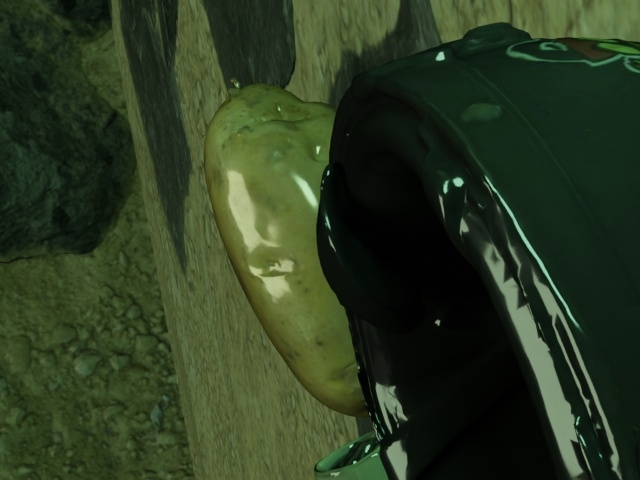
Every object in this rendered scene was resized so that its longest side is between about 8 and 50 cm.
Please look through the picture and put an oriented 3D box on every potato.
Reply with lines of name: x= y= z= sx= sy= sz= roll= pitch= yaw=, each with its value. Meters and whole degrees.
potato: x=0.000 y=-0.001 z=1.087 sx=0.161 sy=0.128 sz=0.234 roll=68 pitch=-178 yaw=-67

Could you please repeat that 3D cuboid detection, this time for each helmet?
helmet: x=0.112 y=0.057 z=0.508 sx=0.230 sy=0.160 sz=0.278 roll=-171 pitch=59 yaw=-76

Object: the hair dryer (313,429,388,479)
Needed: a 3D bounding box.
hair dryer: x=0.071 y=0.209 z=0.867 sx=0.298 sy=0.119 sz=0.296 roll=-117 pitch=2 yaw=-64
